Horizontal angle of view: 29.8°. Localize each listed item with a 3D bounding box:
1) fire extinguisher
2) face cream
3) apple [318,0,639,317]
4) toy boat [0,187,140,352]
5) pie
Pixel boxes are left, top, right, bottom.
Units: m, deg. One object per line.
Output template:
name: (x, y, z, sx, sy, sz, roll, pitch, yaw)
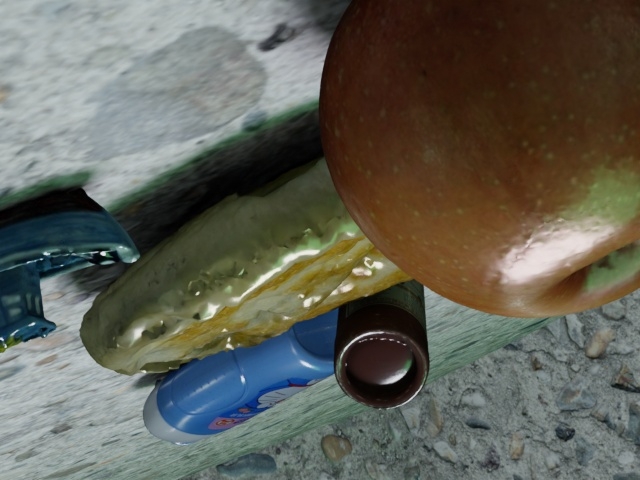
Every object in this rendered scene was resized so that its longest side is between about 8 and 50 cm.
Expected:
fire extinguisher: (0.063, 0.053, 0.974, 0.099, 0.071, 0.231, 14, -158, -1)
face cream: (-0.083, 0.137, 1.202, 0.149, 0.083, 0.264, -6, 160, -47)
apple: (0.100, -0.053, 0.515, 0.201, 0.162, 0.201, -22, 170, -4)
toy boat: (-0.157, 0.023, 0.600, 0.137, 0.061, 0.060, -25, 168, 2)
pie: (0.000, 0.001, 0.778, 0.339, 0.077, 0.339, -22, 170, -4)
